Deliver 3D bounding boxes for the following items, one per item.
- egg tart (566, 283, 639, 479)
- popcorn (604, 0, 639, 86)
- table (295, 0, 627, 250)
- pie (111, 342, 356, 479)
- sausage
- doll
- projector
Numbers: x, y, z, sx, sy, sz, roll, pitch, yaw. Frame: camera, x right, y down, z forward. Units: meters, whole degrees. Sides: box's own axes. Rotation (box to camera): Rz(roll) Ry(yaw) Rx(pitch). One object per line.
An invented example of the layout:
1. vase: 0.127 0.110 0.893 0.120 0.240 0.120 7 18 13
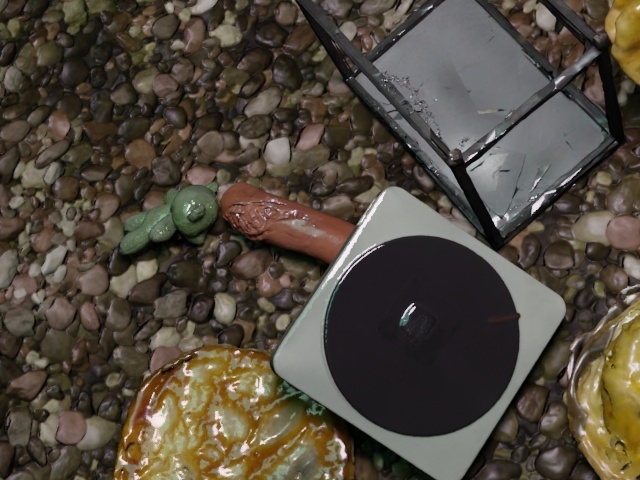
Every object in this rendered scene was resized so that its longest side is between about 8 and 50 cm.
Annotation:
1. egg tart: 0.402 0.159 1.392 0.291 0.107 0.290 -6 68 15
2. popcorn: 0.471 -0.210 1.403 0.316 0.281 0.297 36 42 -1
3. table: 0.164 -0.215 1.522 0.222 0.272 0.335 -40 63 0
4. pie: -0.102 0.276 1.527 0.315 0.092 0.315 -4 71 12
5. sausage: 0.000 0.000 1.604 0.304 0.078 0.078 23 78 24
6. doll: -0.197 -0.024 1.689 0.150 0.077 0.115 -19 27 22
7. projector: 0.112 0.109 1.478 0.259 0.079 0.257 34 84 -3
